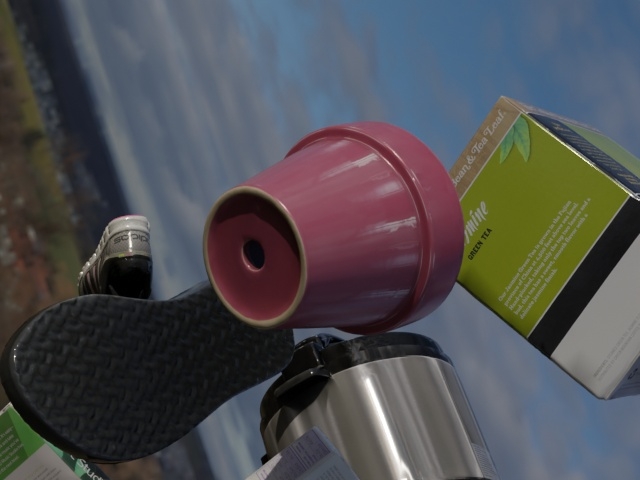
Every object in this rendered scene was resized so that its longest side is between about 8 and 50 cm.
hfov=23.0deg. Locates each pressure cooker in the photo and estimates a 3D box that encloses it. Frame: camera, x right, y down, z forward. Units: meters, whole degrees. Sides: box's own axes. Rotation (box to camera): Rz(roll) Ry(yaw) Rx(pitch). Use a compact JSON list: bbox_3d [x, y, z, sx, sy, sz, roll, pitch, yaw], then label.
[{"bbox_3d":[0.096,0.352,2.668,0.370,0.375,0.420,104,-29,-54],"label":"pressure cooker"}]

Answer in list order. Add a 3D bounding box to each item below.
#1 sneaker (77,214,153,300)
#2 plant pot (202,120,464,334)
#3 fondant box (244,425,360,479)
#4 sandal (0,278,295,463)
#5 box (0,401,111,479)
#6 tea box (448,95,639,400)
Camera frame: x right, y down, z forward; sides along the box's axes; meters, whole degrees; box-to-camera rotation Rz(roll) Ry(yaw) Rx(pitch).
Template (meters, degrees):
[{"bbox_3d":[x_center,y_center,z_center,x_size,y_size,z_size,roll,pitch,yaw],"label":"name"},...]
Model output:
[{"bbox_3d":[-0.222,0.050,1.709,0.170,0.063,0.075,120,-33,-44],"label":"sneaker"},{"bbox_3d":[0.000,0.000,1.432,0.201,0.180,0.201,12,-71,39],"label":"plant pot"},{"bbox_3d":[-0.058,0.391,1.658,0.238,0.330,0.096,54,-6,-19],"label":"fondant box"},{"bbox_3d":[-0.180,0.135,1.625,0.446,0.107,0.167,-10,78,-59],"label":"sandal"},{"bbox_3d":[-0.381,0.394,2.173,0.322,0.232,0.058,47,20,-7],"label":"box"},{"bbox_3d":[0.341,0.012,1.939,0.323,0.220,0.329,42,17,25],"label":"tea box"}]
